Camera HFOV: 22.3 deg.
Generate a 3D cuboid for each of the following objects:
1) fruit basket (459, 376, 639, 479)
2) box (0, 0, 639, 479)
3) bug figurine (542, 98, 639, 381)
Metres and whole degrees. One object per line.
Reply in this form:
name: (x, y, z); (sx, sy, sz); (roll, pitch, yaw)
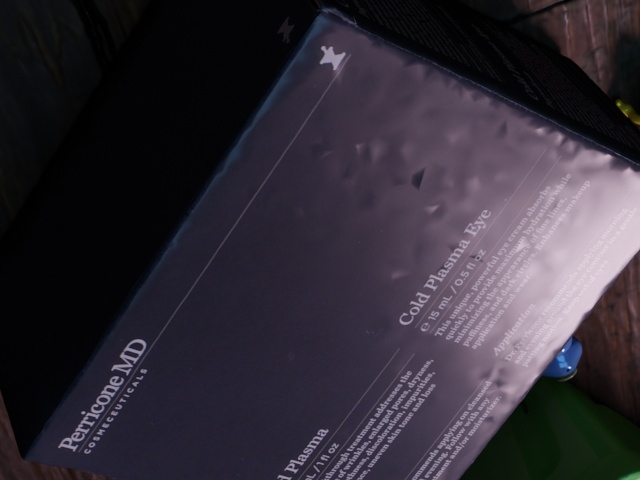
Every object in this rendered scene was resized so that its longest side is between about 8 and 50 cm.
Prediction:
fruit basket: (0.263, 0.341, 1.313); (0.283, 0.392, 0.392); (-44, 130, 18)
box: (0.000, 0.000, 1.064); (0.312, 0.179, 0.343); (21, 114, -36)
bug figurine: (0.242, -0.006, 1.238); (0.279, 0.072, 0.216); (-31, 131, 1)
